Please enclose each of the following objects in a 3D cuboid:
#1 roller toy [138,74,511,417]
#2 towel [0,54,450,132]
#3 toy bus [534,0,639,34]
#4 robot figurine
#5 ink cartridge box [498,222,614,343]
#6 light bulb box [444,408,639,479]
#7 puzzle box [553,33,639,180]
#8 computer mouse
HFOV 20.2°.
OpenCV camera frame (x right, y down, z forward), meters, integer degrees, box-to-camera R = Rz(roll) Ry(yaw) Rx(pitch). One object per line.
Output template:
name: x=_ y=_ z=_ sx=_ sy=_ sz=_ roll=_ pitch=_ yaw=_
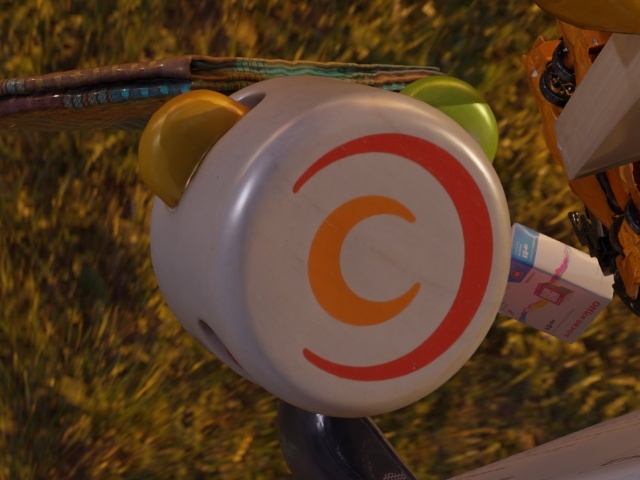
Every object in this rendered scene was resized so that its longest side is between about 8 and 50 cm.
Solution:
roller toy: x=0.000 y=0.000 z=1.069 sx=0.209 sy=0.146 sz=0.191 roll=-8 pitch=104 yaw=-24
towel: x=-0.102 y=-0.101 z=1.322 sx=0.271 sy=0.370 sz=0.040 roll=-5 pitch=91 yaw=30
toy bus: x=0.008 y=-0.186 z=0.445 sx=0.333 sy=0.130 sz=0.108 roll=36 pitch=78 yaw=-24
robot figurine: x=0.269 y=-0.080 z=1.559 sx=0.085 sy=0.211 sz=0.291 roll=-15 pitch=69 yaw=-16
ink cartridge box: x=0.236 y=0.046 z=1.883 sx=0.122 sy=0.088 sz=0.052 roll=22 pitch=48 yaw=-10
light bulb box: x=0.217 y=0.135 z=0.546 sx=0.361 sy=0.358 sz=0.225 roll=-11 pitch=82 yaw=-42
puzzle box: x=0.318 y=-0.137 z=1.235 sx=0.272 sy=0.409 sz=0.052 roll=-17 pitch=82 yaw=-4
computer mouse: x=0.047 y=0.236 z=1.632 sx=0.072 sy=0.188 sz=0.272 roll=-41 pitch=85 yaw=-22
